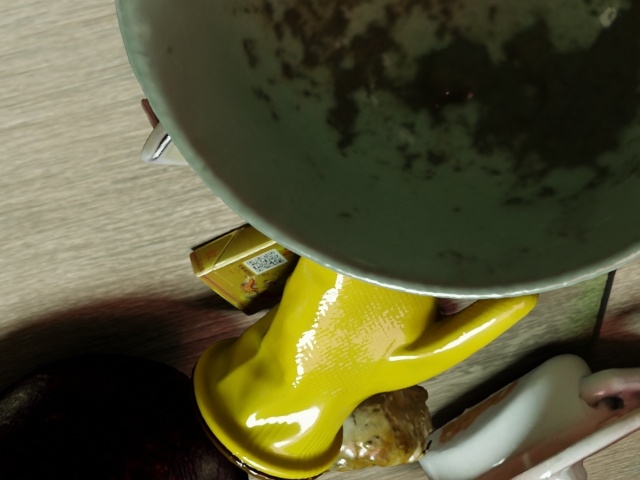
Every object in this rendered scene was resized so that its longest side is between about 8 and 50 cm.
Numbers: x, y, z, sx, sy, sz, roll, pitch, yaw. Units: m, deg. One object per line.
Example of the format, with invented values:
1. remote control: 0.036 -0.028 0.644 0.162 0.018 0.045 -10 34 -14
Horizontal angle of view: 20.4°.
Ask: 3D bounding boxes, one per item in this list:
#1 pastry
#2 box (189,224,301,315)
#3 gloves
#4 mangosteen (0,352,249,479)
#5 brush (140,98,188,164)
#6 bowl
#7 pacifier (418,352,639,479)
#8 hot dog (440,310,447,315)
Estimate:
1. pastry: 0.009 0.135 1.343 0.153 0.081 0.153 -7 178 0
2. box: 0.000 0.000 1.179 0.156 0.022 0.089 -24 151 15
3. gloves: 0.040 0.033 1.139 0.133 0.116 0.294 -6 148 -47
4. mangosteen: -0.176 0.183 1.252 0.265 0.228 0.228 14 176 40
5. brush: 0.026 -0.070 1.047 0.321 0.050 0.060 1 146 -45
6. bowl: 0.066 -0.133 0.782 0.289 0.146 0.289 4 115 9
7. pacifier: 0.196 0.219 1.499 0.220 0.273 0.332 28 130 -33
8. hot dog: 0.039 0.074 1.321 0.144 0.038 0.062 4 147 -34
